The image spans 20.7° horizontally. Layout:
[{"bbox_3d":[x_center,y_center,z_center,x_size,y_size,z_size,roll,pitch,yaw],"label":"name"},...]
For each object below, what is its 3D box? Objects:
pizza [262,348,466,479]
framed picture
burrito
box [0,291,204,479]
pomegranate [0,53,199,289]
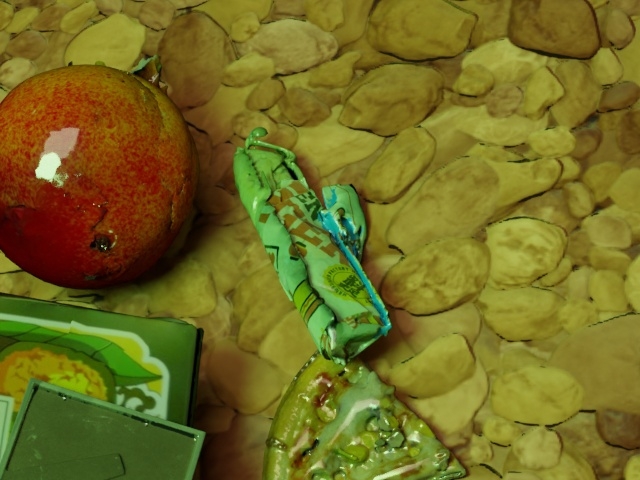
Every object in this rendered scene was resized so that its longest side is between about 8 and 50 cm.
[{"bbox_3d":[0.032,0.180,1.479,0.176,0.036,0.184,22,69,26],"label":"pizza"},{"bbox_3d":[-0.174,0.177,1.379,0.149,0.011,0.109,18,56,-4],"label":"framed picture"},{"bbox_3d":[0.000,0.000,1.575,0.104,0.054,0.288,-6,43,-24],"label":"burrito"},{"bbox_3d":[-0.301,0.238,1.397,0.373,0.138,0.420,10,58,-10],"label":"box"},{"bbox_3d":[-0.210,-0.068,1.595,0.210,0.210,0.235,4,55,18],"label":"pomegranate"}]
